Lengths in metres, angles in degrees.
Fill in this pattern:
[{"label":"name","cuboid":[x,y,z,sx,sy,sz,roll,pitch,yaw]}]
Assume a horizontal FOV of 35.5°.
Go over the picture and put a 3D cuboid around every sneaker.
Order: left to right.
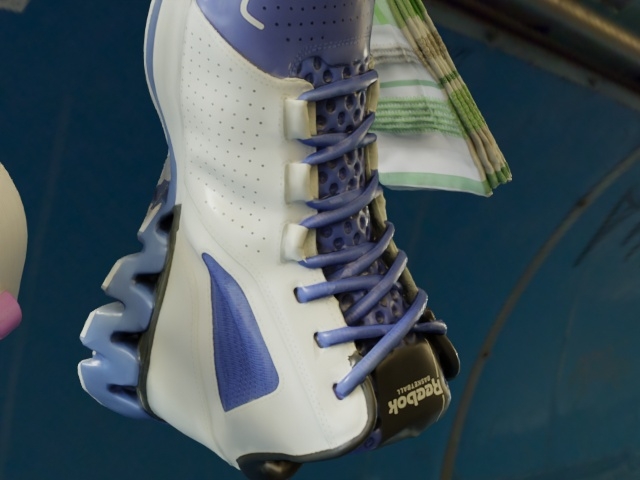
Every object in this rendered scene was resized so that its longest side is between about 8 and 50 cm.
[{"label":"sneaker","cuboid":[0.000,0.001,0.498,0.182,0.315,0.127,33,-149,25]}]

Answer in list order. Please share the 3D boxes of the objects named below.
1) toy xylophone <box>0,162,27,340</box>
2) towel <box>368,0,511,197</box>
[{"label":"toy xylophone","cuboid":[-0.278,-0.046,0.397,0.322,0.081,0.236,47,-142,6]},{"label":"towel","cuboid":[0.039,-0.089,0.597,0.023,0.113,0.152,-48,-60,-25]}]
